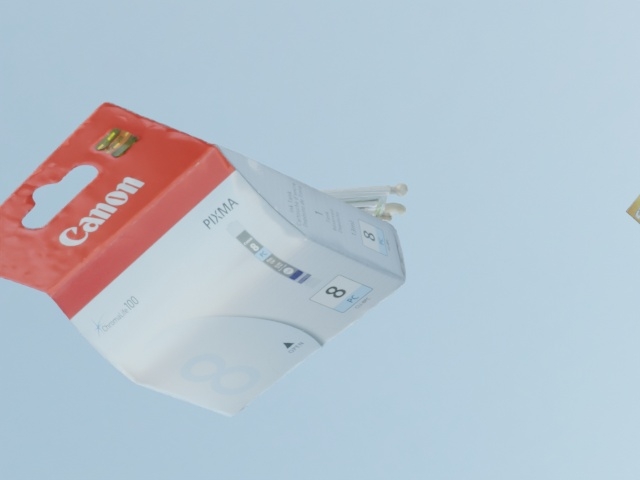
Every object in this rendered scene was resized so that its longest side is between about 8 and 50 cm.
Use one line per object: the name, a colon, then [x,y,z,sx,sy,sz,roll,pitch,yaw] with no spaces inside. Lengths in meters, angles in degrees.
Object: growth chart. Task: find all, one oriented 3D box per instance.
growth chart: [0.000,0.000,1.878,0.172,0.237,0.021,0,-122,-24]

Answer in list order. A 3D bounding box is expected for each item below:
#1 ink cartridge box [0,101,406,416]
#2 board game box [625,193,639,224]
ink cartridge box: [-0.151,0.034,1.640,0.385,0.308,0.091,23,-137,-35]
board game box: [0.496,-0.082,1.850,0.042,0.165,0.243,23,-71,-41]
